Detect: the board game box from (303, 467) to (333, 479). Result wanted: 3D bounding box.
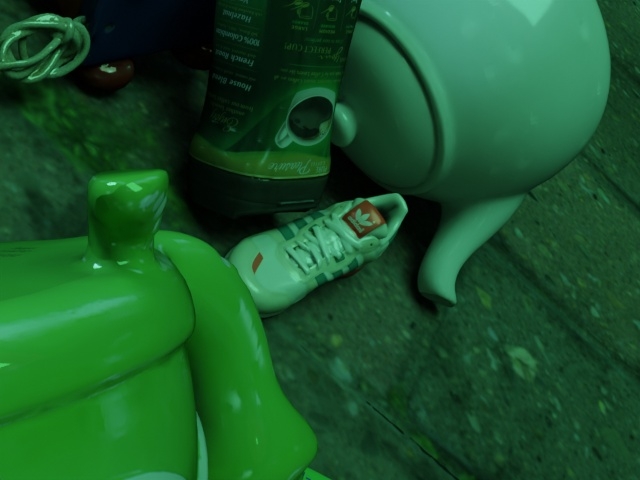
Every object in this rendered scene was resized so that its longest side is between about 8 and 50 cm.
[{"bbox_3d":[0.004,0.274,0.561,0.242,0.064,0.317,31,40,-23],"label":"board game box"}]

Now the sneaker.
[{"bbox_3d":[0.000,0.000,0.790,0.161,0.075,0.057,-20,74,-52],"label":"sneaker"}]

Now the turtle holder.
[{"bbox_3d":[-0.154,0.092,0.443,0.320,0.243,0.228,-29,114,-74],"label":"turtle holder"}]

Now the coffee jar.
[{"bbox_3d":[-0.031,-0.106,0.774,0.079,0.184,0.096,22,18,36],"label":"coffee jar"}]

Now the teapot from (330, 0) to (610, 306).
[{"bbox_3d":[0.074,-0.130,0.878,0.187,0.253,0.256,-30,59,-26],"label":"teapot"}]

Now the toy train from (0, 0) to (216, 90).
[{"bbox_3d":[-0.165,-0.179,0.774,0.143,0.105,0.248,45,40,21],"label":"toy train"}]
